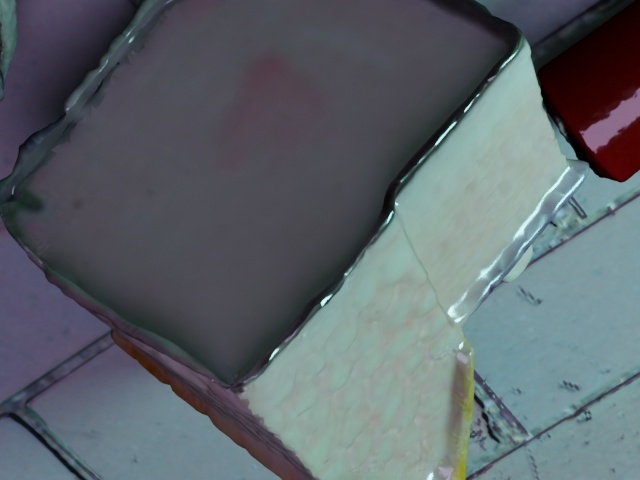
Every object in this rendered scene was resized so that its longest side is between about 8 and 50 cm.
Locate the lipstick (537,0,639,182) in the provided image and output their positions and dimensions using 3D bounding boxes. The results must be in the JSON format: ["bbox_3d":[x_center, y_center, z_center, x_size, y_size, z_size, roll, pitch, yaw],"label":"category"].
[{"bbox_3d":[0.226,-0.128,0.991,0.241,0.080,0.080,-37,119,16],"label":"lipstick"}]

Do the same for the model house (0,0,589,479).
[{"bbox_3d":[0.000,0.000,0.995,0.237,0.202,0.237,-53,146,-15],"label":"model house"}]

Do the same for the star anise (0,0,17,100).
[{"bbox_3d":[-0.173,-0.169,0.929,0.195,0.065,0.182,25,111,-15],"label":"star anise"}]
